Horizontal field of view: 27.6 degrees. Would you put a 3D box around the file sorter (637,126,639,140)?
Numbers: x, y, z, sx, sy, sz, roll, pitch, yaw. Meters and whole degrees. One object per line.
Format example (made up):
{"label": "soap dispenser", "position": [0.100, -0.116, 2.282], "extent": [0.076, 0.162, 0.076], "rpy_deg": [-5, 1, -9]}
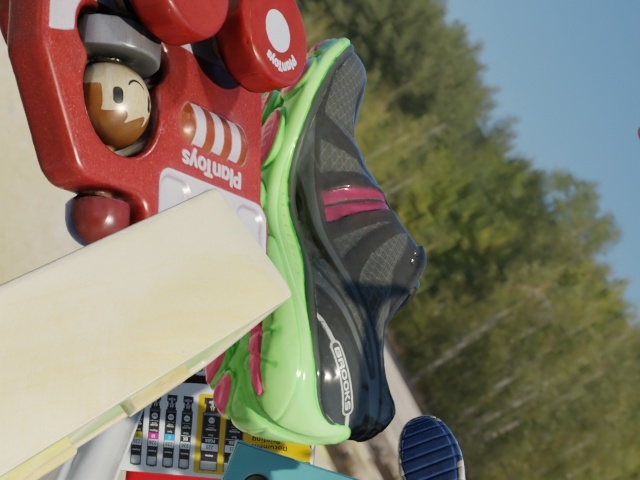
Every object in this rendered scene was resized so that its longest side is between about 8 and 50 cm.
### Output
{"label": "file sorter", "position": [0.694, -0.225, 2.148], "extent": [0.202, 0.290, 0.182], "rpy_deg": [45, -23, -2]}

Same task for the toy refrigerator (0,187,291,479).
{"label": "toy refrigerator", "position": [-0.139, 0.069, 0.729], "extent": [0.094, 0.102, 0.269], "rpy_deg": [54, 37, 5]}

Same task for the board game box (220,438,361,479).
{"label": "board game box", "position": [0.021, 0.392, 1.425], "extent": [0.079, 0.336, 0.253], "rpy_deg": [75, 34, -61]}

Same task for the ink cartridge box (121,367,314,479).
{"label": "ink cartridge box", "position": [-0.160, 0.295, 2.040], "extent": [0.130, 0.310, 0.271], "rpy_deg": [-42, 136, -87]}

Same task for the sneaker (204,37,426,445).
{"label": "sneaker", "position": [0.000, 0.000, 1.348], "extent": [0.202, 0.185, 0.482], "rpy_deg": [24, 53, -27]}

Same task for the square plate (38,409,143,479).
{"label": "square plate", "position": [-0.371, 0.331, 1.385], "extent": [0.049, 0.344, 0.347], "rpy_deg": [54, 27, -23]}

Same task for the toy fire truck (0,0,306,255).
{"label": "toy fire truck", "position": [-0.137, -0.107, 1.073], "extent": [0.302, 0.169, 0.253], "rpy_deg": [21, 63, -58]}

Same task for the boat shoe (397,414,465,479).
{"label": "boat shoe", "position": [0.123, 0.266, 1.319], "extent": [0.066, 0.066, 0.183], "rpy_deg": [70, 4, -54]}
